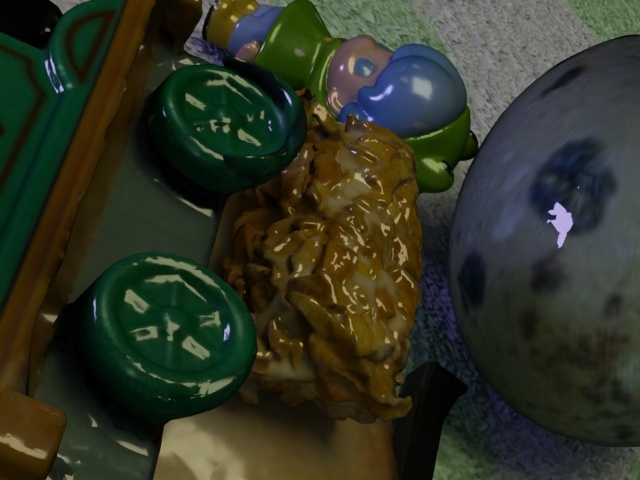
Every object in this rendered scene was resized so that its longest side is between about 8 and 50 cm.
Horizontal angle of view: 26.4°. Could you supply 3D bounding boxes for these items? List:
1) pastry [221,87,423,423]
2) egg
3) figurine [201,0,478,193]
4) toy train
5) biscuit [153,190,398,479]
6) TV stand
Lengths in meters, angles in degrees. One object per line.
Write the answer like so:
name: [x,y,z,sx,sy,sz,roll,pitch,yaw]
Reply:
pastry: [0.000,0.000,0.904,0.154,0.102,0.250,32,40,-27]
egg: [0.286,-0.002,1.192,0.345,0.345,0.428,53,44,5]
figurine: [0.020,-0.136,1.223,0.263,0.143,0.162,33,27,6]
toy train: [-0.165,0.001,0.699,0.249,0.178,0.429,24,44,-13]
biscuit: [-0.133,0.101,0.857,0.429,0.104,0.446,50,38,1]
TV stand: [0.071,0.196,1.038,0.049,0.040,0.256,38,37,-15]
